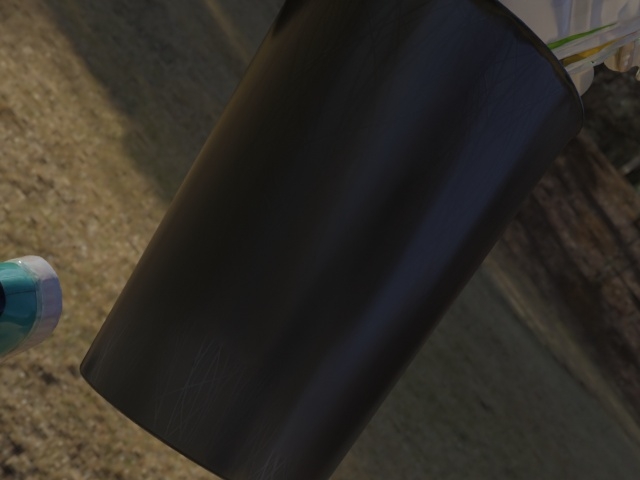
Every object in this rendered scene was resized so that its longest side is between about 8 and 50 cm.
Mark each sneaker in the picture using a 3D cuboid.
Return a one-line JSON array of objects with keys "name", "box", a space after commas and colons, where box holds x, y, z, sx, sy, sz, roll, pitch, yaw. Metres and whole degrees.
[{"name": "sneaker", "box": [-0.376, 0.110, 1.068, 0.121, 0.302, 0.108, -7, 62, -54]}]

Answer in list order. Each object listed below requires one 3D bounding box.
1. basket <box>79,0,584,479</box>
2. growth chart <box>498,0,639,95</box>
[{"name": "basket", "box": [0.000, 0.000, 0.543, 0.154, 0.226, 0.204, 32, -4, 10]}, {"name": "growth chart", "box": [0.115, -0.129, 0.587, 0.172, 0.237, 0.021, 84, -11, -53]}]
